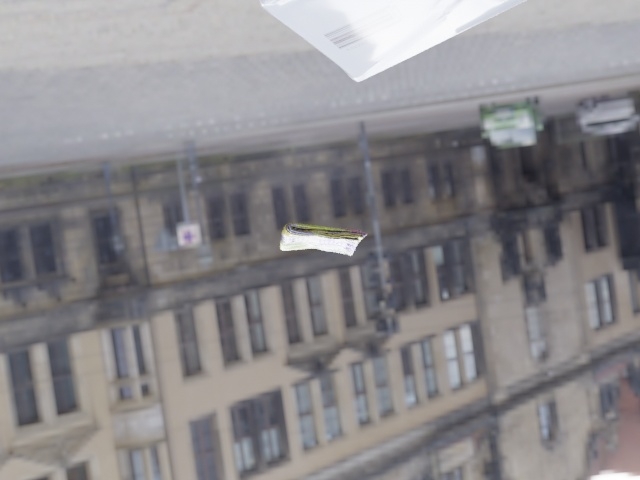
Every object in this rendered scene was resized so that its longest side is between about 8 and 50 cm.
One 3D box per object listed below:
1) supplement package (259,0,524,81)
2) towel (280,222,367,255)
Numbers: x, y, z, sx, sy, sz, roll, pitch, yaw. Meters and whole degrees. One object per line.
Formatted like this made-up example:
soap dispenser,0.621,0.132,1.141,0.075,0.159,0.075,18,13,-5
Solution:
supplement package,0.021,-0.195,0.540,0.149,0.203,0.194,-25,174,9
towel,0.000,0.000,1.024,0.060,0.009,0.083,5,170,-5
